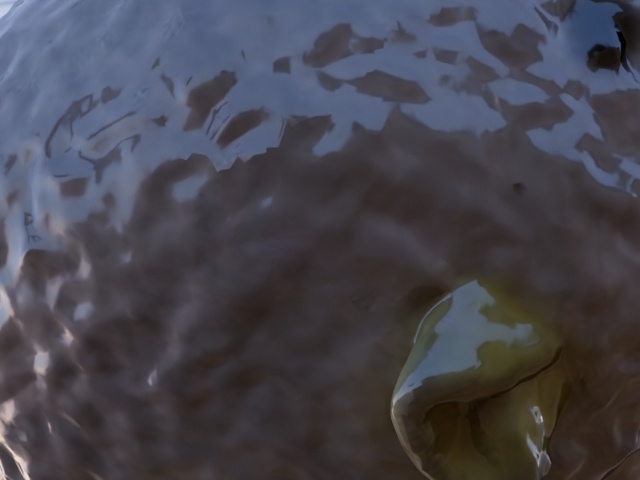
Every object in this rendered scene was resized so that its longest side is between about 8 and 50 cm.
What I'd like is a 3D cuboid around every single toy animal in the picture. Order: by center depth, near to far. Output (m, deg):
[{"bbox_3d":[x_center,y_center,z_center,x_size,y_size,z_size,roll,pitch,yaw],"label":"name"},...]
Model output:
[{"bbox_3d":[-0.006,0.002,0.516,0.358,0.226,0.188,-16,-17,17],"label":"toy animal"}]
